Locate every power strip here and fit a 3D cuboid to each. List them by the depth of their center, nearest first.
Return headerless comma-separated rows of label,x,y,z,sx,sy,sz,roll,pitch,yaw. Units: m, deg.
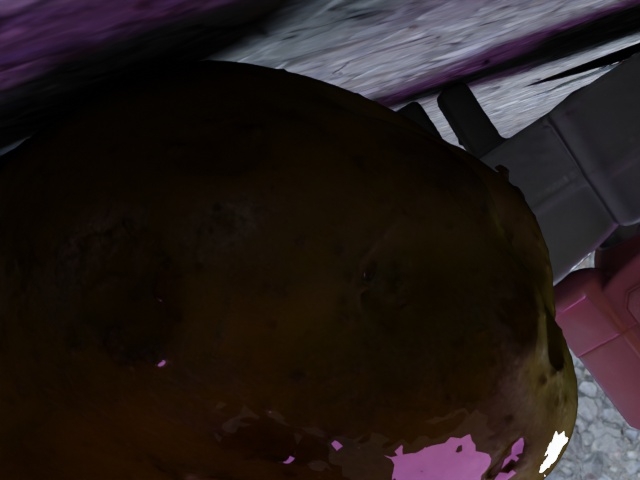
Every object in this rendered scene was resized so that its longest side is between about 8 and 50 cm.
power strip,0.174,-0.078,0.981,0.261,0.141,0.229,-33,179,6

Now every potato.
potato,-0.063,0.042,0.591,0.195,0.176,0.369,-29,-176,-40

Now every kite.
kite,0.298,-0.161,1.206,0.152,0.015,0.285,-22,-176,-43

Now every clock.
clock,0.293,-0.001,1.032,0.227,0.142,0.241,-36,-176,39
